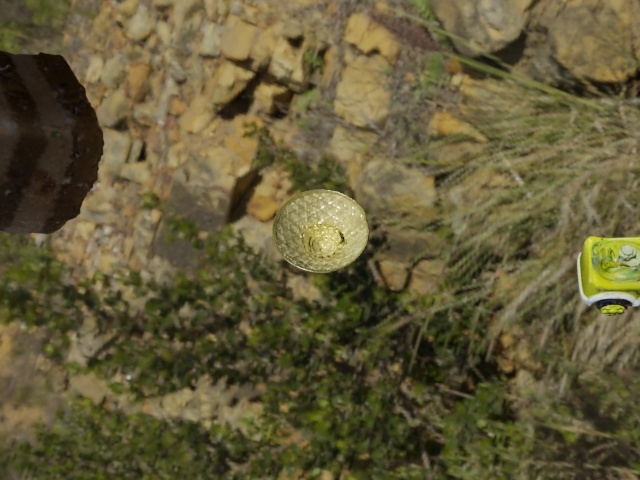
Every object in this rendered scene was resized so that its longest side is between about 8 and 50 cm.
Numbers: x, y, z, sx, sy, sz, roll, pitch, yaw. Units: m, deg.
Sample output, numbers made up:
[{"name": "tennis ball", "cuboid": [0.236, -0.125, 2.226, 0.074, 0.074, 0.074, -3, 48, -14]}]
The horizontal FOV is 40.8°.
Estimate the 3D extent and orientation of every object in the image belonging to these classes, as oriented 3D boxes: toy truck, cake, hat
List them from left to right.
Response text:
[{"name": "cake", "cuboid": [-0.460, -0.136, 1.132, 0.196, 0.293, 0.198, -52, 54, 34]}, {"name": "hat", "cuboid": [0.000, 0.000, 1.300, 0.067, 0.146, 0.146, 90, -170, -59]}, {"name": "toy truck", "cuboid": [0.304, 0.024, 0.818, 0.077, 0.111, 0.076, 70, -160, -59]}]
